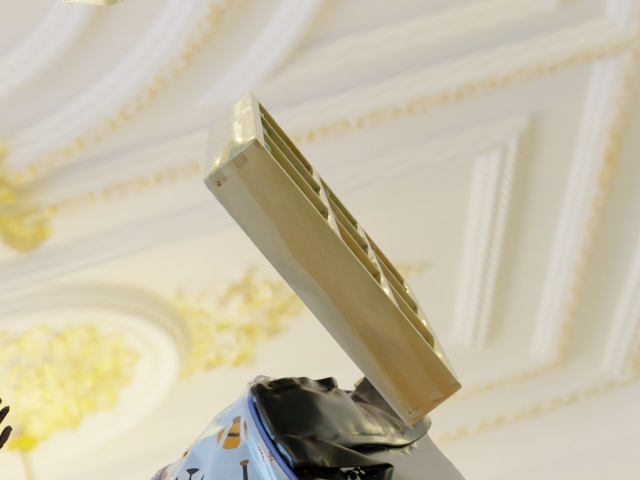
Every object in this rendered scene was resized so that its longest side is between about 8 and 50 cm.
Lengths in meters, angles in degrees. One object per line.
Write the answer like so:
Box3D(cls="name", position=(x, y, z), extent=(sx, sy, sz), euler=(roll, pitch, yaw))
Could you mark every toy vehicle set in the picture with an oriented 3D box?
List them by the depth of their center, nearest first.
Box3D(cls="toy vehicle set", position=(0.000, 0.000, 1.038), extent=(0.035, 0.166, 0.267), euler=(-39, 10, 4))

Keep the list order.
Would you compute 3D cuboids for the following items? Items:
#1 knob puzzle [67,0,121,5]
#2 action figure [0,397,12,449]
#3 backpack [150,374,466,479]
Box3D(cls="knob puzzle", position=(-0.139, -0.178, 1.037), extent=(0.213, 0.030, 0.213), euler=(-7, -6, -1))
Box3D(cls="action figure", position=(-0.218, 0.161, 0.842), extent=(0.164, 0.275, 0.141), euler=(20, -62, -16))
Box3D(cls="backpack", position=(0.012, 0.203, 1.129), extent=(0.213, 0.276, 0.263), euler=(-46, -32, 4))
